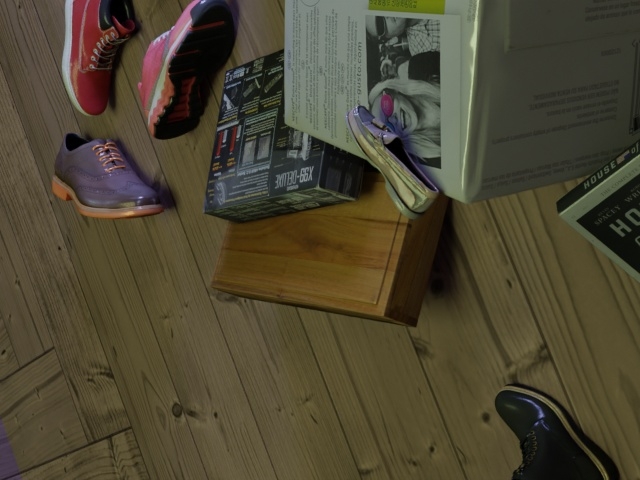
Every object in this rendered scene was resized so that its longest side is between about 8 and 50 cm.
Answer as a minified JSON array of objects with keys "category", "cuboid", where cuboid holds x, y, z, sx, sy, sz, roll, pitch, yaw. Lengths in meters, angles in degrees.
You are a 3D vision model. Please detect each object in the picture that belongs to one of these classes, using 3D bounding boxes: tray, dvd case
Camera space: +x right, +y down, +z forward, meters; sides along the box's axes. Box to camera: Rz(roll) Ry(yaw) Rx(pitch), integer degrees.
[{"category":"tray","cuboid":[0.000,0.000,1.640,0.411,0.076,0.203,5,77,51]},{"category":"dvd case","cuboid":[0.377,-0.016,1.071,0.179,0.238,0.029,-41,26,31]}]

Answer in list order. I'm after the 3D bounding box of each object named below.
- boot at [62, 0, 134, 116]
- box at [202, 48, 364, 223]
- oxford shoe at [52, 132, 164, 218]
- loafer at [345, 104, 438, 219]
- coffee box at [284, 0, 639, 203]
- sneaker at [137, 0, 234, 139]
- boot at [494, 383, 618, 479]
[{"category":"boot","cuboid":[-0.412,-0.352,2.087,0.176,0.088,0.244,15,111,46]},{"category":"box","cuboid":[-0.049,-0.164,1.629,0.307,0.076,0.242,-10,68,52]},{"category":"oxford shoe","cuboid":[-0.427,-0.127,2.155,0.363,0.130,0.133,21,112,46]},{"category":"loafer","cuboid":[0.070,-0.080,1.033,0.039,0.045,0.125,-43,71,38]},{"category":"coffee box","cuboid":[0.183,-0.268,1.144,0.334,0.337,0.338,29,125,52]},{"category":"sneaker","cuboid":[-0.252,-0.315,1.876,0.136,0.116,0.314,57,139,23]},{"category":"boot","cuboid":[0.271,0.271,1.423,0.198,0.137,0.077,38,130,38]}]
